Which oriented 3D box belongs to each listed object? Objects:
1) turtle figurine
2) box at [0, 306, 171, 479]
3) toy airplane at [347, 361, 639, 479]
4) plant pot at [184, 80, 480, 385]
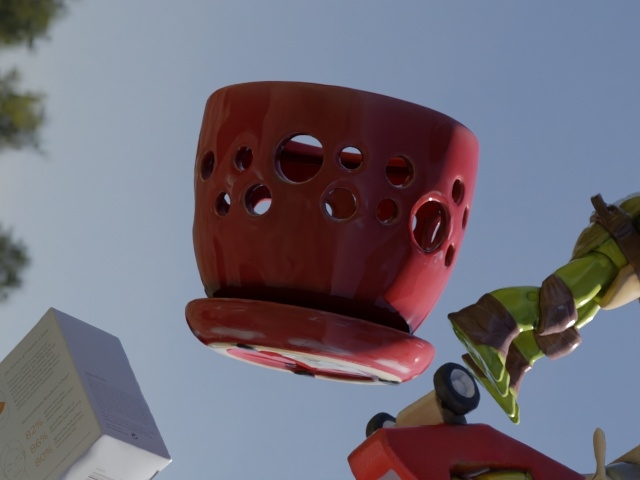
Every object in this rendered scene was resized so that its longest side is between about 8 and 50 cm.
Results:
[{"bbox_3d":[0.182,0.013,1.101,0.087,0.217,0.269,55,-4,11],"label":"turtle figurine"},{"bbox_3d":[-0.233,0.171,1.676,0.130,0.091,0.170,-45,-136,16],"label":"box"},{"bbox_3d":[0.235,0.331,2.020,0.386,0.384,0.272,81,5,-48],"label":"toy airplane"},{"bbox_3d":[0.000,0.000,1.222,0.191,0.191,0.174,155,-52,-75],"label":"plant pot"}]
